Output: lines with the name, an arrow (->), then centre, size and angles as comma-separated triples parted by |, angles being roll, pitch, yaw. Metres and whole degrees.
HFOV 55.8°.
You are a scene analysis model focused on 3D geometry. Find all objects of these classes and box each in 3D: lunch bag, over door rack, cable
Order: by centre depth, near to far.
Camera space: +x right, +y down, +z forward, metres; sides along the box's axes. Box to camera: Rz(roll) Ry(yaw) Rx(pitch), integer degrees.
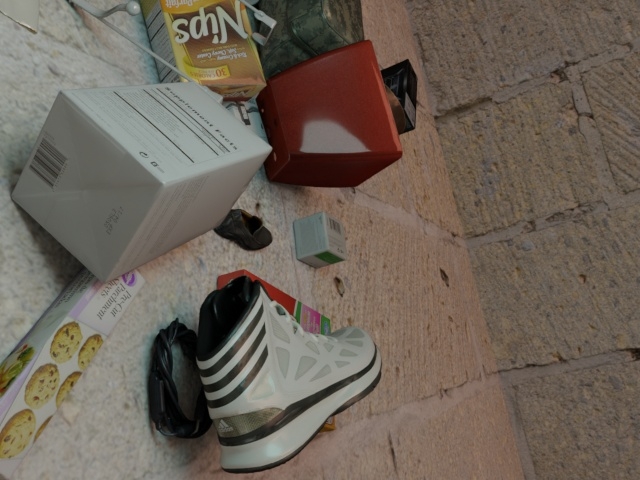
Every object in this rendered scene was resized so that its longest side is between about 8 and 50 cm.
cable -> -0.204, 0.210, 0.935 | 0.150, 0.047, 0.184 | 22, 54, -59
over door rack -> -0.235, -0.403, 1.025 | 0.324, 0.108, 0.239 | 39, 59, -21
lunch bag -> -0.046, -0.553, 1.502 | 0.212, 0.256, 0.305 | 28, 51, -51

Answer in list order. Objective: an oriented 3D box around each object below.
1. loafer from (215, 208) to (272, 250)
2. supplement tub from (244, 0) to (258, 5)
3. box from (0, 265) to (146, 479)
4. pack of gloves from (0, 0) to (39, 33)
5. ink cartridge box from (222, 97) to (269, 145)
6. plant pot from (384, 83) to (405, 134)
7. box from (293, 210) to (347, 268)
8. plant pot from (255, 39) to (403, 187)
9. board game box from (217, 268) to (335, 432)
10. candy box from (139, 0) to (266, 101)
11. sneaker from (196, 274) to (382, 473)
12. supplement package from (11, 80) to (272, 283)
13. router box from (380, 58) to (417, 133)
loafer -> -0.138, -0.021, 1.199 | 0.170, 0.061, 0.062 | 21, 55, -60
supplement tub -> -0.183, -0.643, 1.495 | 0.071, 0.071, 0.107 | 34, 46, -53
box -> -0.319, 0.134, 0.729 | 0.067, 0.063, 0.324 | 61, 27, -26
pack of gloves -> -0.454, -0.441, 0.842 | 0.195, 0.046, 0.232 | 32, 46, -53
ink cartridge box -> -0.177, -0.256, 1.269 | 0.109, 0.063, 0.150 | -15, 88, -65
plant pot -> 0.071, -0.291, 1.605 | 0.230, 0.215, 0.215 | -46, 124, -18
box -> 0.000, 0.000, 1.437 | 0.101, 0.087, 0.102 | 28, 50, -56
plant pot -> -0.009, -0.256, 1.349 | 0.236, 0.267, 0.267 | -14, 85, -21
board game box -> -0.080, 0.223, 1.159 | 0.316, 0.064, 0.242 | 37, 42, -51
candy box -> -0.236, -0.426, 1.154 | 0.183, 0.087, 0.316 | -12, 84, -38
sneaker -> -0.039, 0.161, 1.005 | 0.447, 0.169, 0.257 | -23, 97, -62
supplement package -> -0.235, -0.099, 0.855 | 0.175, 0.177, 0.293 | 41, 26, 6
router box -> 0.172, -0.414, 1.871 | 0.081, 0.243, 0.309 | 55, 31, -33
